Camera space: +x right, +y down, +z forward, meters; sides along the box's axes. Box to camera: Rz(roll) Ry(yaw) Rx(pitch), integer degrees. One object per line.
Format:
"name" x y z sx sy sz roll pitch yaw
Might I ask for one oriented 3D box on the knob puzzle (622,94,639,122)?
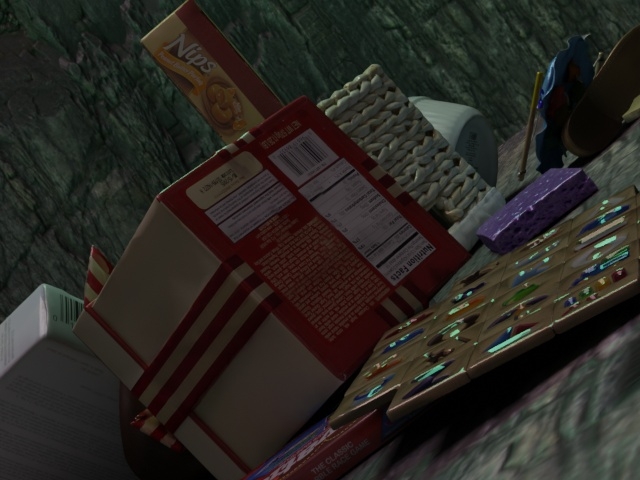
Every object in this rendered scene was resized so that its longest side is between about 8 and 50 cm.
"knob puzzle" 0.417 -0.184 1.464 0.213 0.030 0.213 -38 1 1

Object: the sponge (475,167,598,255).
"sponge" 0.228 -0.032 1.446 0.117 0.031 0.210 -39 1 3

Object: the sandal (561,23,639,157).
"sandal" 0.378 -0.190 1.693 0.240 0.088 0.079 -46 -1 -18

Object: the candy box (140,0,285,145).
"candy box" -0.120 -0.192 1.696 0.087 0.183 0.316 -41 1 2

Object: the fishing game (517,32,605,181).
"fishing game" 0.318 -0.170 1.697 0.264 0.041 0.189 -18 -58 -61

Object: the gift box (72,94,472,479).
"gift box" -0.059 0.040 1.233 0.255 0.276 0.258 -33 -15 -43

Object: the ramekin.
"ramekin" 0.176 -0.104 1.937 0.109 0.207 0.207 6 28 31

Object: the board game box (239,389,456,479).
"board game box" 0.022 0.146 1.023 0.281 0.027 0.145 -39 2 13

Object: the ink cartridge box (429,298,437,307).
"ink cartridge box" 0.086 0.084 1.457 0.048 0.028 0.083 -39 0 -32

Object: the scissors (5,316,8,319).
"scissors" -0.248 0.151 1.636 0.021 0.297 0.109 -100 29 -41

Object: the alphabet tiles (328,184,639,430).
"alphabet tiles" 0.147 0.032 0.935 0.285 0.011 0.342 -31 3 17

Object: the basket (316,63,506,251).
"basket" 0.000 0.000 1.732 0.331 0.266 0.328 -40 1 40

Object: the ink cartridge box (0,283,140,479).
"ink cartridge box" -0.321 0.242 1.644 0.385 0.308 0.091 -39 40 29

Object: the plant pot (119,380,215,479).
"plant pot" -0.131 0.167 1.443 0.215 0.215 0.230 -40 -16 -48
